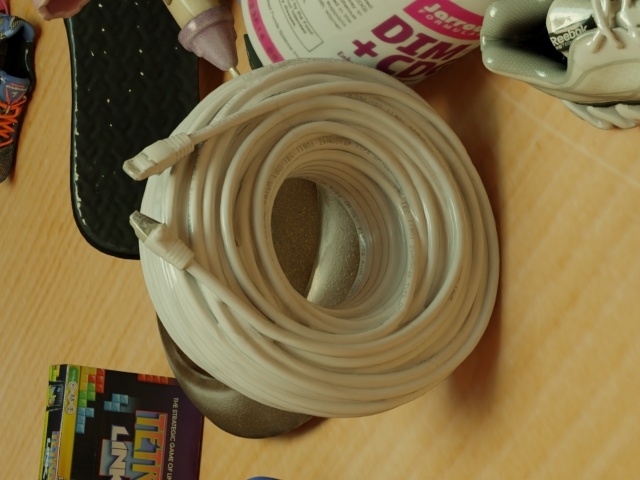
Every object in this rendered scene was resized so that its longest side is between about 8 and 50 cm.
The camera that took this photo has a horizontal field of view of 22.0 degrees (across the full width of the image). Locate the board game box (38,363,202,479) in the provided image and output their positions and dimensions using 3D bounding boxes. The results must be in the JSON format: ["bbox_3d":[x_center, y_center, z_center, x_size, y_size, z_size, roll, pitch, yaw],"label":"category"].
[{"bbox_3d":[-0.182,0.204,1.494,0.048,0.141,0.170,-12,72,59],"label":"board game box"}]

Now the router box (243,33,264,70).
[{"bbox_3d":[-0.004,-0.131,1.349,0.038,0.092,0.122,79,172,-50],"label":"router box"}]

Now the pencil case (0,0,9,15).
[{"bbox_3d":[-0.488,-0.252,2.169,0.209,0.095,0.098,-32,70,53],"label":"pencil case"}]

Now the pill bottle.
[{"bbox_3d":[0.078,-0.211,1.180,0.283,0.160,0.160,-29,58,52],"label":"pill bottle"}]

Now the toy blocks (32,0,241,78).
[{"bbox_3d":[-0.073,-0.296,1.409,0.260,0.309,0.288,55,140,15],"label":"toy blocks"}]

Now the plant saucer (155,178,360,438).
[{"bbox_3d":[-0.055,0.012,1.402,0.311,0.050,0.310,-21,63,48],"label":"plant saucer"}]

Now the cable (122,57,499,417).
[{"bbox_3d":[0.000,0.000,1.156,0.257,0.257,0.089,54,149,-6],"label":"cable"}]

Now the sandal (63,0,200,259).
[{"bbox_3d":[-0.181,-0.201,1.606,0.107,0.168,0.445,146,130,-77],"label":"sandal"}]

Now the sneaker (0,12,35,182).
[{"bbox_3d":[-0.394,-0.175,2.007,0.087,0.083,0.221,-4,81,50],"label":"sneaker"}]

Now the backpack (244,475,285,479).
[{"bbox_3d":[-0.044,0.247,1.302,0.101,0.098,0.120,-137,61,-64],"label":"backpack"}]

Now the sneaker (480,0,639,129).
[{"bbox_3d":[0.212,-0.125,0.985,0.292,0.118,0.110,-7,74,56],"label":"sneaker"}]
